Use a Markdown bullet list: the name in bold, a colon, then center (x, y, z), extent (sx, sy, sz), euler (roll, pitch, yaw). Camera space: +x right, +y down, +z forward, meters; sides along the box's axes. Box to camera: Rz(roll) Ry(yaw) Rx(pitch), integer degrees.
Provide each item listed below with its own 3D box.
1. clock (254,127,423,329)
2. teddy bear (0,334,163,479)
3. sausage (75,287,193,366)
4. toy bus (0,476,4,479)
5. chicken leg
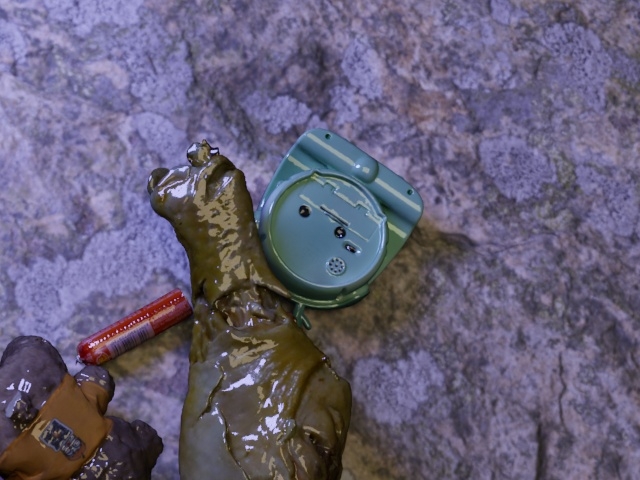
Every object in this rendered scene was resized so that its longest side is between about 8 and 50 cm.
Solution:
- **clock**: center (0.000, 0.000, 1.509), extent (0.159, 0.066, 0.211), euler (32, 71, -2)
- **teddy bear**: center (-0.247, 0.194, 1.365), extent (0.190, 0.140, 0.177), euler (36, 67, -11)
- **sausage**: center (-0.193, 0.093, 1.453), extent (0.129, 0.034, 0.034), euler (-30, 84, -18)
- **toy bus**: center (-0.349, 0.283, 1.270), extent (0.386, 0.171, 0.162), euler (45, 35, -5)
- **chicken leg**: center (-0.083, 0.103, 1.405), extent (0.201, 0.153, 0.429), euler (-13, 83, -11)
